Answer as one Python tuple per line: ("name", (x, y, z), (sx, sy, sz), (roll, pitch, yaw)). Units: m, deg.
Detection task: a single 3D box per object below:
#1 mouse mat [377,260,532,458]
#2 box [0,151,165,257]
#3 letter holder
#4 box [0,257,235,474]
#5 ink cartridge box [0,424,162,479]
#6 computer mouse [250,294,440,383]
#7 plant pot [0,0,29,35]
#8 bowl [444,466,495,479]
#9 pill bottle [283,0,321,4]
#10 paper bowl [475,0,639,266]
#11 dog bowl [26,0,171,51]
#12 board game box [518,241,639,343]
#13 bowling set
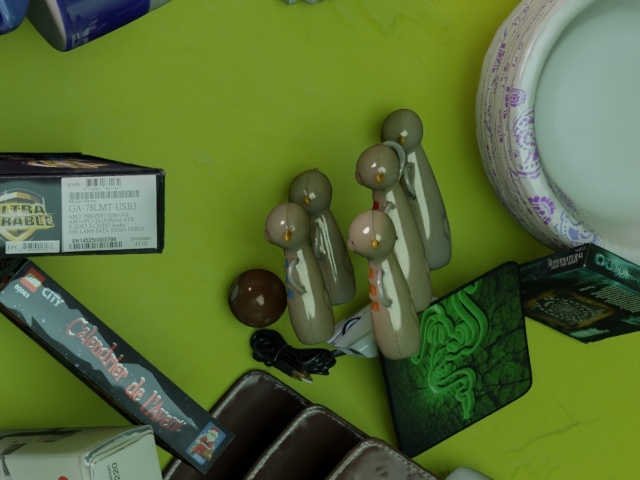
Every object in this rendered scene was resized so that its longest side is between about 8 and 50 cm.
("mouse mat", (0.127, 0.113, 1.804), (0.153, 0.007, 0.189), (-28, 136, -15))
("box", (-0.298, -0.031, 1.546), (0.293, 0.295, 0.073), (0, 95, -18))
("letter holder", (-0.051, 0.290, 1.736), (0.214, 0.152, 0.302), (35, 83, -17))
("box", (-0.191, 0.099, 1.665), (0.233, 0.159, 0.044), (42, 80, -17))
("ink cartridge box", (-0.232, 0.240, 1.630), (0.092, 0.218, 0.158), (-22, 104, -53))
("computer mouse", (0.039, 0.078, 1.785), (0.193, 0.106, 0.042), (-18, 107, -26))
("plant pot", (-0.376, -0.220, 1.542), (0.212, 0.236, 0.236), (-32, 104, -21))
("bowl", (0.144, 0.296, 1.827), (0.142, 0.053, 0.142), (36, 86, -42))
("pill bottle", (0.003, -0.239, 1.766), (0.083, 0.043, 0.043), (-20, 101, -16))
("paper bowl", (0.278, -0.116, 1.817), (0.284, 0.148, 0.284), (-2, 95, -20))
("dog bowl", (-0.221, -0.288, 1.567), (0.104, 0.265, 0.265), (-30, 103, -13))
("board game box", (0.245, 0.051, 1.799), (0.126, 0.186, 0.026), (24, 71, -20))
("bowling set", (0.000, 0.000, 1.713), (0.200, 0.287, 0.154), (-10, 106, 11))
